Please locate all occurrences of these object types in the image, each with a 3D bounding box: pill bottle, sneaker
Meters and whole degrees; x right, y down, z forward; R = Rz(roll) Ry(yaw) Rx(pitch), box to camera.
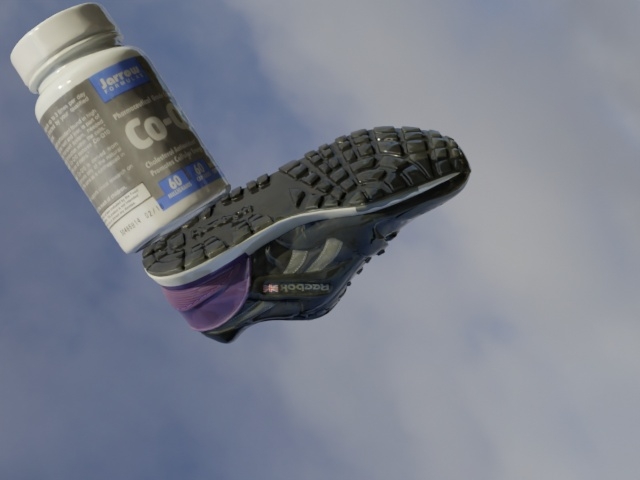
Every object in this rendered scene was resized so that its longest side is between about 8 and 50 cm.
[{"bbox_3d":[-0.122,-0.068,0.528,0.137,0.078,0.078,57,-144,-3],"label":"pill bottle"},{"bbox_3d":[0.000,0.000,0.754,0.107,0.283,0.124,-96,-17,-53],"label":"sneaker"}]
